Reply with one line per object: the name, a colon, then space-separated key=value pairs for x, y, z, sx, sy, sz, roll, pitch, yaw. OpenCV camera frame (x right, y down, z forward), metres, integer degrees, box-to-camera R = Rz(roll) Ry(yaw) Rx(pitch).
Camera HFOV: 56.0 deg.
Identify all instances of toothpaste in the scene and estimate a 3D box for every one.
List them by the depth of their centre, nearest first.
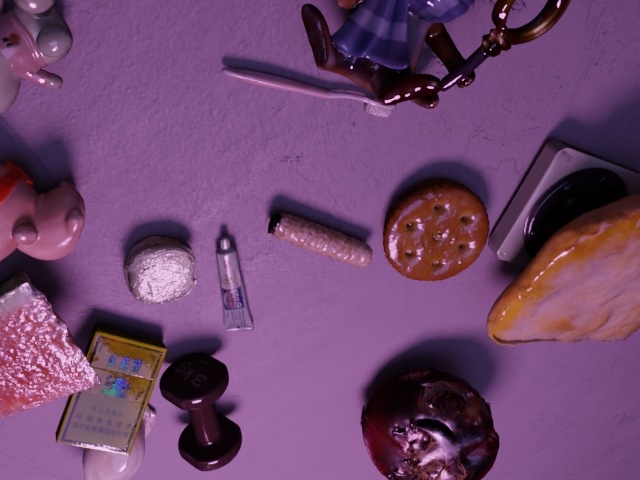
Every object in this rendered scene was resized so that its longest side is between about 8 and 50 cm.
toothpaste: x=-0.171 y=0.090 z=1.170 sx=0.060 sy=0.038 sz=0.233 roll=-7 pitch=124 yaw=-6

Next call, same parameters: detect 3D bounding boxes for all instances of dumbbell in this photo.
dumbbell: x=-0.244 y=0.355 z=1.246 sx=0.124 sy=0.140 sz=0.225 roll=-36 pitch=131 yaw=-39

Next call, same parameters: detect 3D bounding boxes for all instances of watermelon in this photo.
watermelon: x=-0.518 y=0.192 z=1.022 sx=0.232 sy=0.193 sz=0.310 roll=13 pitch=98 yaw=-48

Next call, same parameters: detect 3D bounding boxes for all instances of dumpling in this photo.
dumpling: x=-0.418 y=0.439 z=1.271 sx=0.228 sy=0.124 sz=0.151 roll=-61 pitch=157 yaw=0

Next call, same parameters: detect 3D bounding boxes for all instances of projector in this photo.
projector: x=0.513 y=-0.050 z=1.233 sx=0.257 sy=0.079 sz=0.259 roll=13 pitch=116 yaw=-23

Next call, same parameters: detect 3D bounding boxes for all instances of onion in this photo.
onion: x=0.244 y=0.427 z=1.375 sx=0.314 sy=0.232 sz=0.313 roll=3 pitch=112 yaw=8

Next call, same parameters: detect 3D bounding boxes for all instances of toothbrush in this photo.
toothbrush: x=-0.014 y=-0.249 z=1.014 sx=0.307 sy=0.025 sz=0.029 roll=8 pitch=126 yaw=-19

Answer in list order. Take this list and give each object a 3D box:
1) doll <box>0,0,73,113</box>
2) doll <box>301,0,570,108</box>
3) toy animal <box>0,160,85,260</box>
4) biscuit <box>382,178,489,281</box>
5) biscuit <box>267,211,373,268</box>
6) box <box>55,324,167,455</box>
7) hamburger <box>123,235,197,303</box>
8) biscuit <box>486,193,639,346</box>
doll: x=-0.462 y=-0.256 z=0.853 sx=0.275 sy=0.113 sz=0.154 roll=-28 pitch=114 yaw=11
doll: x=0.168 y=-0.347 z=0.894 sx=0.318 sy=0.209 sz=0.339 roll=28 pitch=107 yaw=-30
toy animal: x=-0.478 y=-0.040 z=0.944 sx=0.198 sy=0.171 sz=0.171 roll=15 pitch=115 yaw=-24
biscuit: x=0.226 y=-0.018 z=1.189 sx=0.221 sy=0.066 sz=0.220 roll=-5 pitch=118 yaw=-9
biscuit: x=0.000 y=0.000 z=1.148 sx=0.219 sy=0.055 sz=0.061 roll=20 pitch=149 yaw=-23
box: x=-0.401 y=0.287 z=1.159 sx=0.141 sy=0.064 sz=0.219 roll=20 pitch=88 yaw=-24
hamburger: x=-0.293 y=0.059 z=1.104 sx=0.133 sy=0.062 sz=0.140 roll=7 pitch=116 yaw=-19
biscuit: x=0.572 y=0.065 z=1.219 sx=0.430 sy=0.104 sz=0.446 roll=-1 pitch=136 yaw=-18
